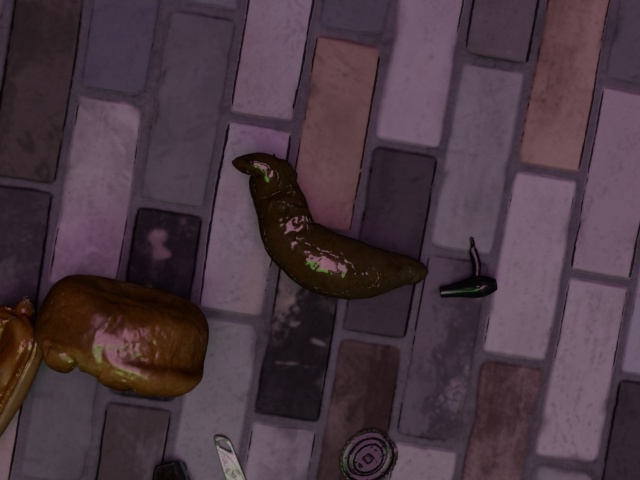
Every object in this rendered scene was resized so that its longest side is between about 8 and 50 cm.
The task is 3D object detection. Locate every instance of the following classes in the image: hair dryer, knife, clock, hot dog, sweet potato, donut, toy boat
[{"bbox_3d":[0.200,0.039,1.570,0.079,0.031,0.083,-6,82,4],"label":"hair dryer"},{"bbox_3d":[-0.104,0.362,1.573,0.030,0.014,0.207,-20,95,-3],"label":"knife"},{"bbox_3d":[0.065,0.302,1.583,0.083,0.010,0.074,-44,97,0],"label":"clock"},{"bbox_3d":[-0.425,0.186,1.495,0.102,0.076,0.249,30,99,21],"label":"hot dog"},{"bbox_3d":[-0.004,0.001,1.512,0.310,0.098,0.124,36,84,-10],"label":"sweet potato"},{"bbox_3d":[-0.248,0.117,1.440,0.226,0.226,0.114,15,93,-6],"label":"donut"},{"bbox_3d":[-0.195,0.368,1.541,0.059,0.066,0.140,-13,67,7],"label":"toy boat"}]
